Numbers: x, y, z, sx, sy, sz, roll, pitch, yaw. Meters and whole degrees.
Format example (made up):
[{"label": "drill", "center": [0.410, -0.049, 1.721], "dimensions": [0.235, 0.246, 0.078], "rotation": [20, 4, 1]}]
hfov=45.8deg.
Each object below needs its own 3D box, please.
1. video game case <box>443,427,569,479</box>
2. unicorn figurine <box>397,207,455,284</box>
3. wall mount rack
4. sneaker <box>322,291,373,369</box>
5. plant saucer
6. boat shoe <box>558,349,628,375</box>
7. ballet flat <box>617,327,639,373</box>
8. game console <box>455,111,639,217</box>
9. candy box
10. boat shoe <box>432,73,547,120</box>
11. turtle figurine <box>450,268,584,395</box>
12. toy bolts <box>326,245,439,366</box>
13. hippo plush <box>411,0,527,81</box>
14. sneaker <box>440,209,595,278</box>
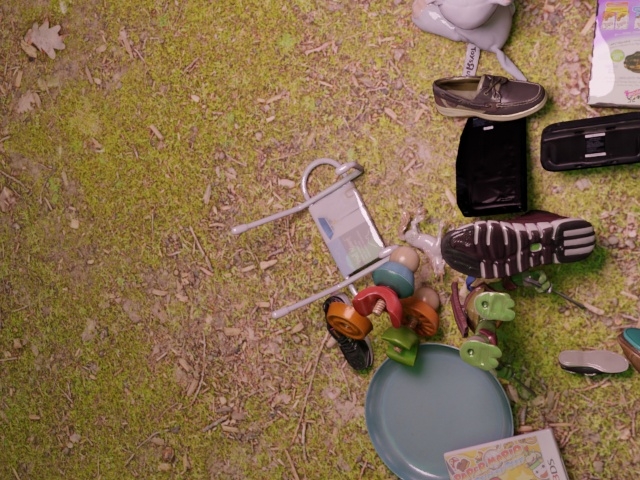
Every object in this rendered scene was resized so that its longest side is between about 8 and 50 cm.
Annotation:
[{"label": "video game case", "center": [0.373, 0.493, 1.477], "dimensions": [0.226, 0.026, 0.207], "rotation": [-22, 76, 26]}, {"label": "unicorn figurine", "center": [0.226, 0.004, 1.559], "dimensions": [0.162, 0.060, 0.111], "rotation": [34, 108, 36]}, {"label": "wall mount rack", "center": [0.000, 0.000, 1.604], "dimensions": [0.304, 0.130, 0.350], "rotation": [-31, 77, 17]}, {"label": "sneaker", "center": [0.048, 0.202, 1.642], "dimensions": [0.072, 0.077, 0.178], "rotation": [-32, 81, 24]}, {"label": "plant saucer", "center": [0.246, 0.367, 1.581], "dimensions": [0.317, 0.043, 0.318], "rotation": [2, 95, 26]}, {"label": "boat shoe", "center": [0.519, 0.237, 1.444], "dimensions": [0.125, 0.038, 0.046], "rotation": [-1, 52, 20]}, {"label": "ballet flat", "center": [0.690, 0.262, 1.341], "dimensions": [0.342, 0.116, 0.124], "rotation": [15, 120, 20]}, {"label": "game console", "center": [0.428, -0.159, 1.410], "dimensions": [0.361, 0.044, 0.213], "rotation": [-5, 68, 26]}, {"label": "candy box", "center": [0.574, -0.335, 1.355], "dimensions": [0.164, 0.070, 0.196], "rotation": [7, 96, 24]}, {"label": "boat shoe", "center": [0.316, -0.280, 1.452], "dimensions": [0.223, 0.073, 0.080], "rotation": [6, 62, 33]}, {"label": "turtle figurine", "center": [0.362, 0.156, 1.390], "dimensions": [0.198, 0.266, 0.275], "rotation": [-42, 79, 20]}, {"label": "toy bolts", "center": [0.131, 0.109, 1.514], "dimensions": [0.218, 0.229, 0.159], "rotation": [21, 62, 22]}, {"label": "hippo plush", "center": [0.255, -0.450, 1.404], "dimensions": [0.234, 0.236, 0.295], "rotation": [5, 96, 25]}, {"label": "sneaker", "center": [0.354, -0.001, 1.426], "dimensions": [0.281, 0.162, 0.107], "rotation": [-3, 103, -2]}]
